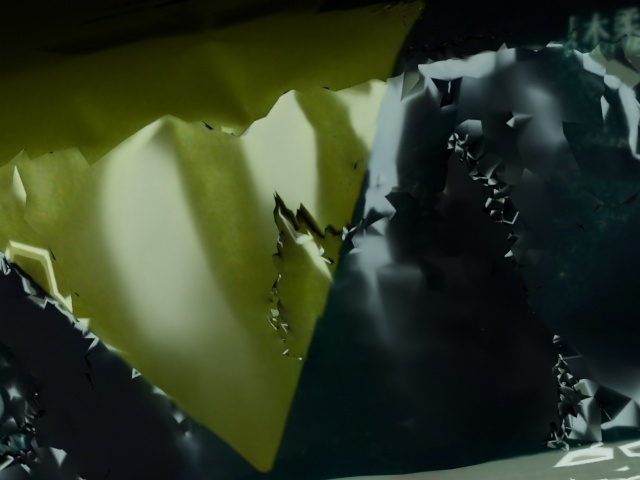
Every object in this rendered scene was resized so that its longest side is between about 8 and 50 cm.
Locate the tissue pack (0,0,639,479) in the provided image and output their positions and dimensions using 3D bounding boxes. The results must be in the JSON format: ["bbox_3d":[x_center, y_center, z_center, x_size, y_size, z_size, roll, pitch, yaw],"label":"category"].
[{"bbox_3d":[0.000,0.000,0.607,0.417,0.264,0.253,-8,112,20],"label":"tissue pack"}]
